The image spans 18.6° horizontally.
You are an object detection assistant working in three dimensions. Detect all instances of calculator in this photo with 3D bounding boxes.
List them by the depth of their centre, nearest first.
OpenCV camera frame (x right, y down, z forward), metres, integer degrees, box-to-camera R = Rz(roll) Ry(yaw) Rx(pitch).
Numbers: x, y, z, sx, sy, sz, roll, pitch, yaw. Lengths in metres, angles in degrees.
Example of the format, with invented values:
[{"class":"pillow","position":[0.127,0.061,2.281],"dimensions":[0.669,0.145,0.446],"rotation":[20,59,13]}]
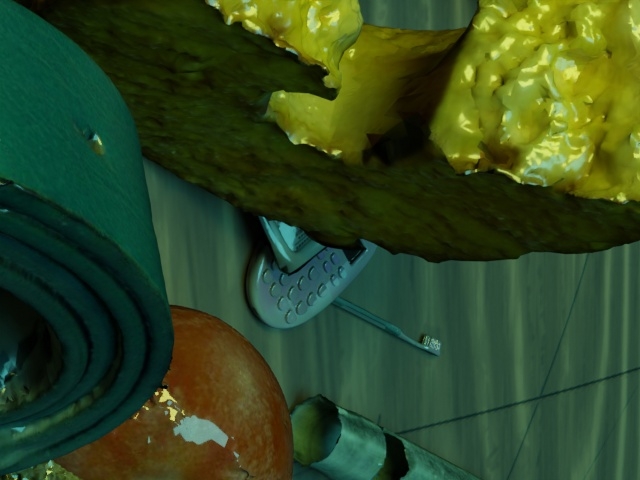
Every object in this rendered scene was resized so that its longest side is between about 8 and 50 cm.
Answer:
[{"class":"calculator","position":[0.000,0.000,1.563],"dimensions":[0.166,0.024,0.103],"rotation":[-48,132,-23]}]

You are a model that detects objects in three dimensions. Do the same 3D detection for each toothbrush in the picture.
[{"class":"toothbrush","position":[0.056,0.070,1.656],"dimensions":[0.167,0.011,0.014],"rotation":[28,77,-48]}]

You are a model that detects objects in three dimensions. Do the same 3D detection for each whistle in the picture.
[{"class":"whistle","position":[0.080,0.208,1.691],"dimensions":[0.312,0.062,0.062],"rotation":[33,78,-48]}]

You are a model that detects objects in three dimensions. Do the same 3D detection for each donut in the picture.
[{"class":"donut","position":[0.007,-0.128,1.289],"dimensions":[0.435,0.378,0.163],"rotation":[25,71,-32]}]

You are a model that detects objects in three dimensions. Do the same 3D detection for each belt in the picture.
[{"class":"belt","position":[-0.279,-0.010,1.036],"dimensions":[0.437,0.173,0.300],"rotation":[16,134,-42]}]

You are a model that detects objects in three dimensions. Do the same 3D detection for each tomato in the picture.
[{"class":"tomato","position":[-0.123,0.143,1.355],"dimensions":[0.208,0.184,0.208],"rotation":[-4,110,-10]}]

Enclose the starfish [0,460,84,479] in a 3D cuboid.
[{"class":"starfish","position":[-0.220,0.100,1.228],"dimensions":[0.048,0.295,0.231],"rotation":[105,1,-73]}]

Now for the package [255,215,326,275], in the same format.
[{"class":"package","position":[-0.004,-0.088,1.513],"dimensions":[0.171,0.027,0.173],"rotation":[-39,114,-30]}]
